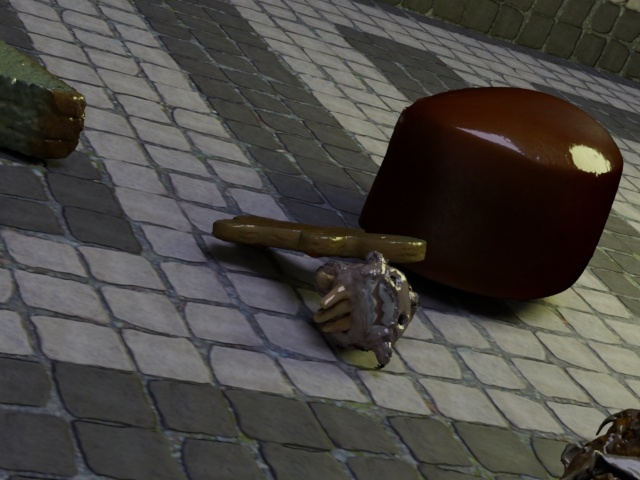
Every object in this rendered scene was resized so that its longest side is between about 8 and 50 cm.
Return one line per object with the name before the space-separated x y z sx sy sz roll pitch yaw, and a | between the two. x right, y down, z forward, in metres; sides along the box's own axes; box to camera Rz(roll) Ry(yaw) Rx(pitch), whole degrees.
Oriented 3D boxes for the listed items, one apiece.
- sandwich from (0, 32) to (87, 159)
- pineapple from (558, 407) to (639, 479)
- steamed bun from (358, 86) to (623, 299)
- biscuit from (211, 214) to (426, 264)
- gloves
sandwich | -0.434 -0.195 1.632 0.288 0.099 0.254 38 18 35
pineapple | 0.314 0.185 1.225 0.335 0.158 0.161 -7 58 7
steamed bun | 0.242 -0.062 1.834 0.248 0.235 0.379 29 20 22
biscuit | 0.000 0.000 1.597 0.234 0.030 0.153 7 8 14
gloves | 0.053 0.064 1.510 0.110 0.094 0.144 67 19 -11
